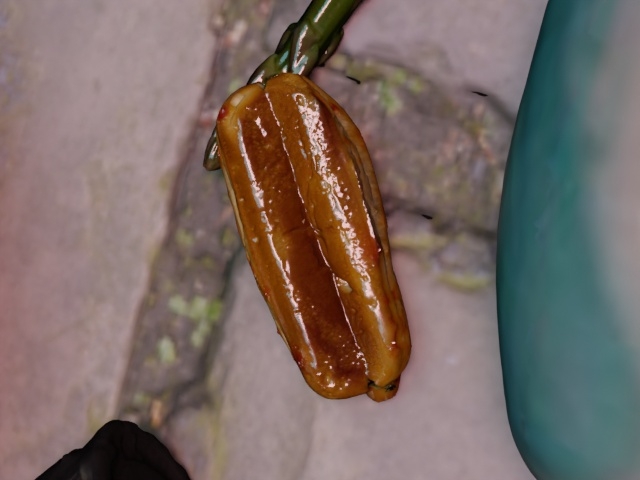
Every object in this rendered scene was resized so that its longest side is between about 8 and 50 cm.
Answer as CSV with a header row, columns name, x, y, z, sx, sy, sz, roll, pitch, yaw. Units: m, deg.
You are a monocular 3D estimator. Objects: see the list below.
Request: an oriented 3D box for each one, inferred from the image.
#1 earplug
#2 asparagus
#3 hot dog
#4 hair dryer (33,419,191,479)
name,x,y,z,sx,sy,sz,roll,pitch,yaw
earplug,0.149,-0.054,0.437,0.185,0.185,0.324,19,98,19
asparagus,0.022,-0.125,0.544,0.027,0.034,0.236,37,99,0
hot dog,0.000,0.000,0.526,0.062,0.038,0.144,-20,90,4
hair dryer,-0.091,0.233,0.523,0.197,0.089,0.251,-37,81,11
